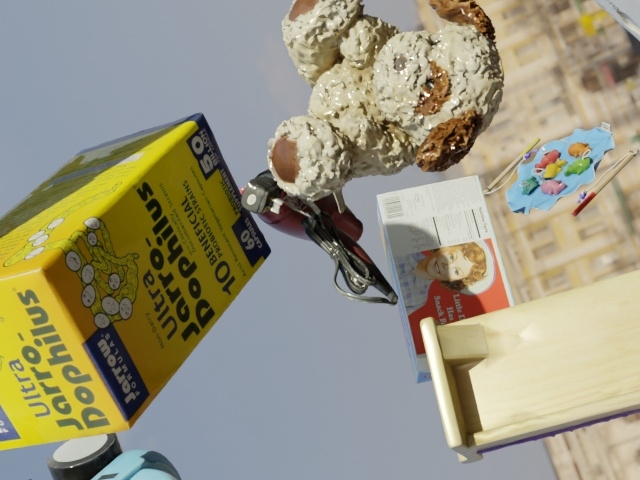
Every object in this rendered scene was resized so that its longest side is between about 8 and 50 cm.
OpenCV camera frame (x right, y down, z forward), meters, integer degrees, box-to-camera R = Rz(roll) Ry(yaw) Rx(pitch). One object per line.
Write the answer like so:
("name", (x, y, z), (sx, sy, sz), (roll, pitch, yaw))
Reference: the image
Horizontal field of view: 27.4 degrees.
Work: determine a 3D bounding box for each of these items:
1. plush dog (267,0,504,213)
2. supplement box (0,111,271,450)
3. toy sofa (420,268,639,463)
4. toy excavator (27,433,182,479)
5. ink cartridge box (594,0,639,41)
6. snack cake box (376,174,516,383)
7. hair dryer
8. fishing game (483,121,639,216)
("plush dog", (0.090, -0.149, 1.392), (0.210, 0.225, 0.263), (33, -124, -47))
("supplement box", (-0.236, 0.037, 1.431), (0.194, 0.195, 0.356), (64, -147, -20))
("toy sofa", (0.304, 0.126, 1.422), (0.177, 0.362, 0.150), (42, -147, -66))
("toy excavator", (-0.241, 0.431, 1.674), (0.433, 0.445, 0.222), (-39, -63, -51))
("ink cartridge box", (0.526, -0.414, 1.847), (0.197, 0.273, 0.114), (37, 175, -16))
("snack cake box", (0.178, 0.051, 1.826), (0.089, 0.152, 0.264), (83, 177, -61))
("hair dryer", (0.000, 0.000, 1.611), (0.223, 0.080, 0.293), (45, -165, -1))
("fishing game", (0.350, -0.112, 1.941), (0.041, 0.189, 0.264), (50, 171, -22))
